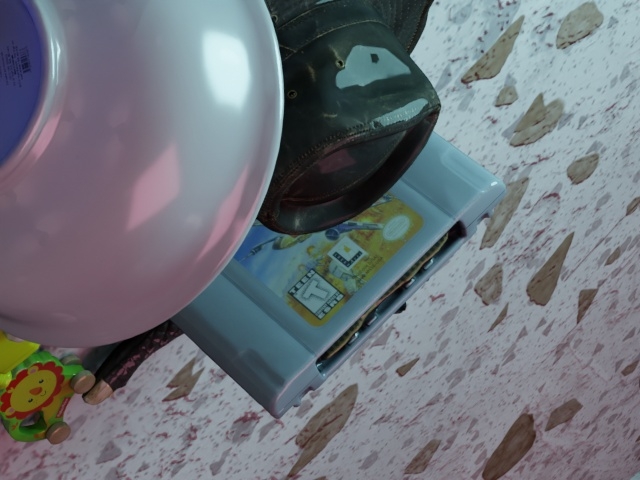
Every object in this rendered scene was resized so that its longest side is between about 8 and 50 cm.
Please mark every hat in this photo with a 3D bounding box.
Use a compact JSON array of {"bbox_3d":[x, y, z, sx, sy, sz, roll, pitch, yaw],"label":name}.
[{"bbox_3d":[0.005,-0.100,1.277,0.331,0.134,0.331,-34,150,-23],"label":"hat"}]

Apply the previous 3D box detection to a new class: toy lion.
[{"bbox_3d":[-0.260,0.143,1.414,0.096,0.034,0.100,-1,127,-46],"label":"toy lion"}]

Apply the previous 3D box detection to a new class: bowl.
[{"bbox_3d":[-0.182,-0.085,0.949,0.298,0.298,0.134,-55,154,11],"label":"bowl"}]

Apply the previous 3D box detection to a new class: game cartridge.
[{"bbox_3d":[0.000,0.000,1.427,0.297,0.198,0.062,-44,152,-11],"label":"game cartridge"}]

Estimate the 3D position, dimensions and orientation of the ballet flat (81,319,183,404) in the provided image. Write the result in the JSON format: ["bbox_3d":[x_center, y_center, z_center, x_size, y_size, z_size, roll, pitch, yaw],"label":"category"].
[{"bbox_3d":[-0.154,0.101,1.477,0.173,0.049,0.057,-40,-168,-20],"label":"ballet flat"}]

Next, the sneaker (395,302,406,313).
[{"bbox_3d":[0.055,0.060,1.714,0.170,0.075,0.063,-41,151,-15],"label":"sneaker"}]

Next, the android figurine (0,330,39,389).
[{"bbox_3d":[-0.297,0.057,1.182,0.248,0.056,0.273,-37,151,9],"label":"android figurine"}]
